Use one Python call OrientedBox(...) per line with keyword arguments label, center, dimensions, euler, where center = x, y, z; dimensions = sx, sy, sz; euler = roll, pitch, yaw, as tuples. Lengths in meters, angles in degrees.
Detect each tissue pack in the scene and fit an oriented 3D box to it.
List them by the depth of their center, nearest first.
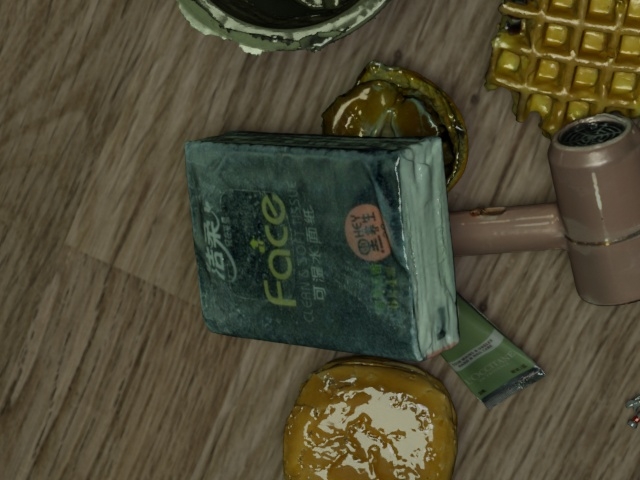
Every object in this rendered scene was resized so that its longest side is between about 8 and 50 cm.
OrientedBox(label="tissue pack", center=(0.000, 0.000, 1.859), dimensions=(0.316, 0.103, 0.228), euler=(5, 106, 42))

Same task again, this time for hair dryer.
OrientedBox(label="hair dryer", center=(0.195, -0.023, 1.887), dimensions=(0.344, 0.107, 0.189), euler=(-6, 117, 22))

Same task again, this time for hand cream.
OrientedBox(label="hand cream", center=(0.145, 0.091, 1.921), dimensions=(0.086, 0.055, 0.235), euler=(-34, 108, 31))

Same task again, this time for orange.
OrientedBox(label="orange", center=(0.088, -0.111, 1.896), dimensions=(0.160, 0.112, 0.170), euler=(-21, 72, 24))

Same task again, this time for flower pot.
OrientedBox(label="flower pot", center=(-0.017, -0.341, 1.806), dimensions=(0.290, 0.259, 0.290), euler=(2, 98, 12))

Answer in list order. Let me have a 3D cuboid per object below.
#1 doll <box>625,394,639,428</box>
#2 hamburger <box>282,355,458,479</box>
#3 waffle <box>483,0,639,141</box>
OrientedBox(label="doll", center=(0.383, 0.167, 1.918), dimensions=(0.057, 0.039, 0.114), euler=(39, 116, 33))
OrientedBox(label="hamburger", center=(0.059, 0.236, 1.958), dimensions=(0.214, 0.108, 0.213), euler=(1, 93, 10))
OrientedBox(label="waffle", center=(0.278, -0.246, 1.831), dimensions=(0.283, 0.065, 0.309), euler=(-33, 104, 21))
